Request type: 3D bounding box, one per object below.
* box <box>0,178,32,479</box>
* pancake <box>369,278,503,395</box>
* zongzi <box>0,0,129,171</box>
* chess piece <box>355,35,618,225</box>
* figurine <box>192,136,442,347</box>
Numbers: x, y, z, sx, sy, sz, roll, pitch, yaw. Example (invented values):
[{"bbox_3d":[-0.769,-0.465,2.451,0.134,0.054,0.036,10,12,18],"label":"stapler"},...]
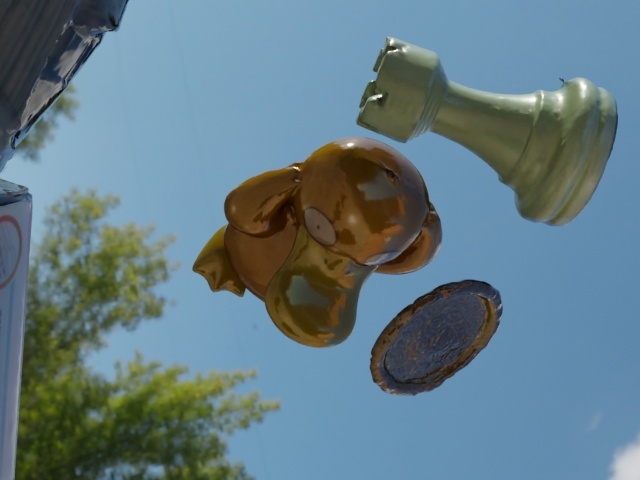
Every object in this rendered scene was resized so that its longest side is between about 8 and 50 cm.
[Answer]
[{"bbox_3d":[-0.222,0.099,0.555,0.079,0.135,0.269,12,-76,19],"label":"box"},{"bbox_3d":[0.143,0.121,1.316,0.021,0.199,0.199,51,-37,39],"label":"pancake"},{"bbox_3d":[-0.187,-0.062,0.279,0.134,0.286,0.288,18,-103,33],"label":"zongzi"},{"bbox_3d":[0.203,-0.150,1.366,0.194,0.299,0.194,-160,-90,-84],"label":"chess piece"},{"bbox_3d":[-0.002,-0.004,1.045,0.228,0.215,0.215,-164,-117,-70],"label":"figurine"}]
